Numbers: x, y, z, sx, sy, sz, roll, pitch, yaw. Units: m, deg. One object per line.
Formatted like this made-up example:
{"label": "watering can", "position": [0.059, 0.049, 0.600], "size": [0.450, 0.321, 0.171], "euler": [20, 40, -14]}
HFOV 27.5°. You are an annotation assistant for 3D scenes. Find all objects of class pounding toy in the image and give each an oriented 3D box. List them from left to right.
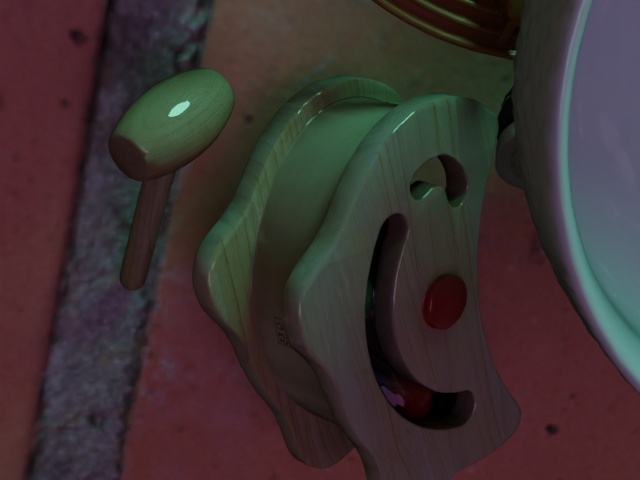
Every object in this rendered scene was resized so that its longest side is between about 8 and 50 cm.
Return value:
{"label": "pounding toy", "position": [0.000, 0.000, 0.674], "size": [0.154, 0.155, 0.269], "euler": [-47, 131, -25]}

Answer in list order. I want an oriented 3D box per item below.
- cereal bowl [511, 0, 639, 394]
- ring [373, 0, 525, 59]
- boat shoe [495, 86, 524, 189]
{"label": "cereal bowl", "position": [0.234, -0.077, 0.547], "size": [0.339, 0.141, 0.339], "euler": [-4, 113, -9]}
{"label": "ring", "position": [0.125, -0.234, 0.552], "size": [0.336, 0.032, 0.336], "euler": [-4, 114, -8]}
{"label": "boat shoe", "position": [0.232, -0.090, 0.692], "size": [0.302, 0.091, 0.114], "euler": [-6, 157, -9]}
